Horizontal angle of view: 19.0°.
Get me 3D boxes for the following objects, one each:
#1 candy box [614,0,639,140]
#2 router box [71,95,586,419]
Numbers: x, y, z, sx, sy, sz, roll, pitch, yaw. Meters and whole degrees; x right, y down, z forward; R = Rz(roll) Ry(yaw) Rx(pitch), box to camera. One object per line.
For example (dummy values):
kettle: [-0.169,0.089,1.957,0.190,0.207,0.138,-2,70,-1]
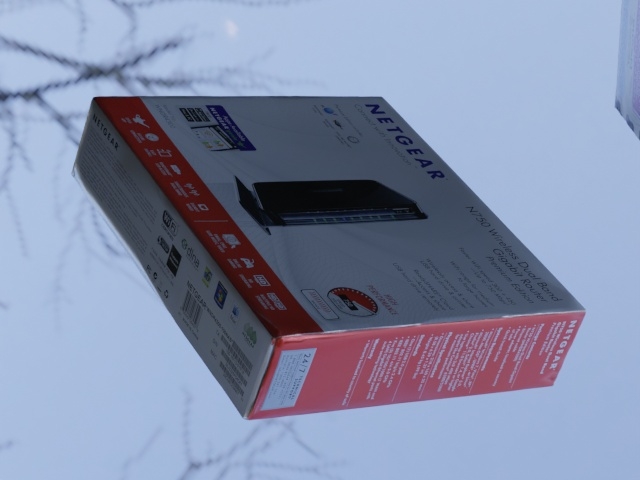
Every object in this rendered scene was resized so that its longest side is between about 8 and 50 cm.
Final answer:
candy box: [0.185,-0.059,0.626,0.159,0.071,0.233,3,-170,3]
router box: [0.000,0.000,1.575,0.335,0.301,0.082,50,-49,41]
